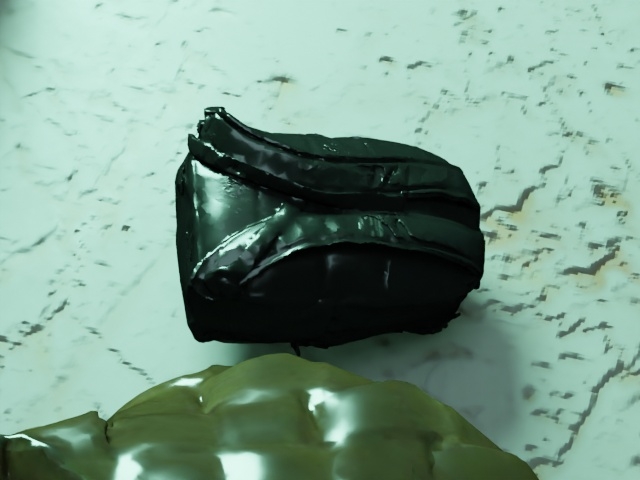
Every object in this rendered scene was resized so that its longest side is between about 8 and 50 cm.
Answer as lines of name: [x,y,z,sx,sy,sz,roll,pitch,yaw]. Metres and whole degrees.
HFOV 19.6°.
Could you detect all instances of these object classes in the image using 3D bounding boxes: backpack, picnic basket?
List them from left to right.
backpack: [0.002,0.003,0.988,0.165,0.106,0.120,10,58,-18]
picnic basket: [0.007,0.202,0.787,0.293,0.337,0.337,27,62,22]
